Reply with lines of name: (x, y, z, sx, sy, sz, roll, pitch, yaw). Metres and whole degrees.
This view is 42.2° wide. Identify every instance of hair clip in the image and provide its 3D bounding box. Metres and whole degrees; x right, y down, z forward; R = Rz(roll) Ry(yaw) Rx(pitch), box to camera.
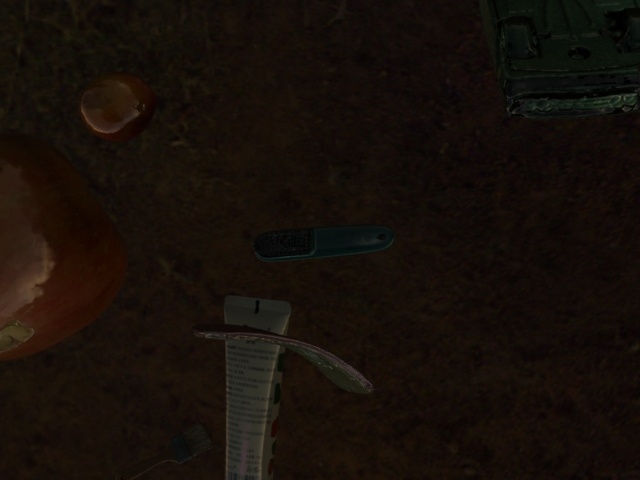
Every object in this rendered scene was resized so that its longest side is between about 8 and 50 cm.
hair clip: (-0.024, 0.078, 0.578, 0.054, 0.137, 0.022, -3, 66, 64)

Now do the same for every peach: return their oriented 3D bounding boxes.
peach: (-0.269, -0.177, 1.111, 0.101, 0.101, 0.100, 7, 102, 34)

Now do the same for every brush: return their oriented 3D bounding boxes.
brush: (-0.240, 0.330, 1.259, 0.170, 0.014, 0.043, -29, 75, 10)
brush: (0.000, 0.000, 1.092, 0.194, 0.032, 0.043, -5, 75, 17)

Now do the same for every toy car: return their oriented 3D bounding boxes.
toy car: (0.220, -0.221, 0.776, 0.142, 0.320, 0.097, -2, 136, 5)

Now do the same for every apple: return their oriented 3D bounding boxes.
apple: (-0.349, 0.013, 0.893, 0.242, 0.241, 0.242, 52, 165, 19)

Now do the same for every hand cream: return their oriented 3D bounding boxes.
hand cream: (-0.085, 0.208, 1.035, 0.095, 0.059, 0.276, 5, 95, 22)

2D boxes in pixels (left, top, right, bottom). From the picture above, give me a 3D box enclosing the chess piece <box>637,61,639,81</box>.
chess piece: (0.286, -0.069, 0.415, 0.272, 0.139, 0.139, 25, 113, 45)
